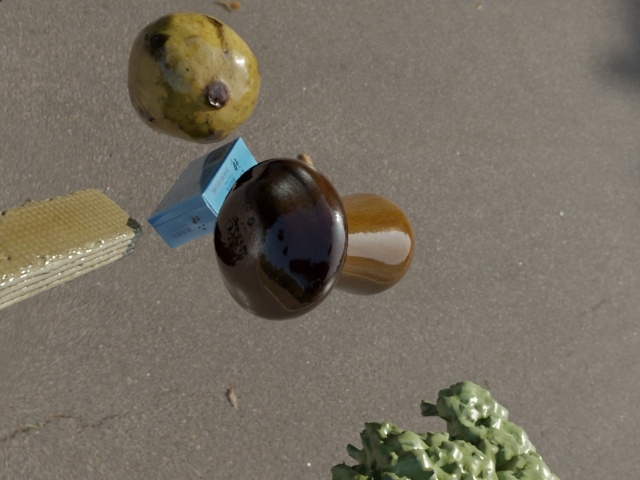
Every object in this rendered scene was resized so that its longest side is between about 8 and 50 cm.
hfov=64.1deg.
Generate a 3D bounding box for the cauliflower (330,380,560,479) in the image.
[{"bbox_3d":[0.077,0.266,0.359,0.260,0.281,0.327,31,57,-8],"label":"cauliflower"}]

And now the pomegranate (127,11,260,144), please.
[{"bbox_3d":[-0.268,-0.344,1.097,0.281,0.281,0.282,11,69,-30],"label":"pomegranate"}]

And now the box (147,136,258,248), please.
[{"bbox_3d":[-0.228,-0.100,1.028,0.083,0.142,0.232,56,29,-29],"label":"box"}]

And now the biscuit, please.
[{"bbox_3d":[-0.458,0.018,0.764,0.144,0.079,0.426,39,25,5],"label":"biscuit"}]

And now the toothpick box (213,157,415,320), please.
[{"bbox_3d":[0.000,0.000,0.673,0.294,0.192,0.192,2,73,-53],"label":"toothpick box"}]
